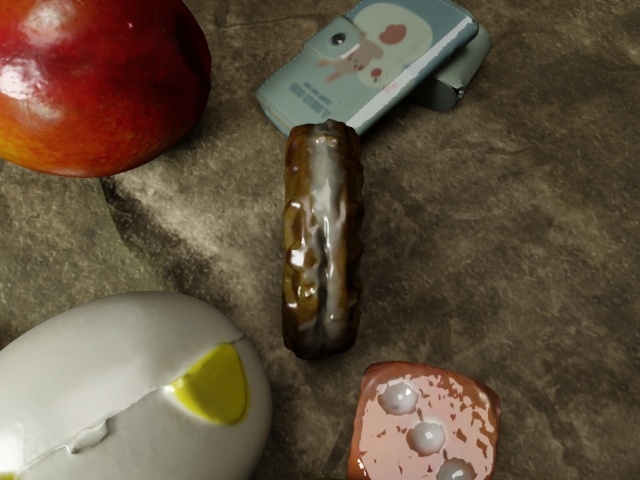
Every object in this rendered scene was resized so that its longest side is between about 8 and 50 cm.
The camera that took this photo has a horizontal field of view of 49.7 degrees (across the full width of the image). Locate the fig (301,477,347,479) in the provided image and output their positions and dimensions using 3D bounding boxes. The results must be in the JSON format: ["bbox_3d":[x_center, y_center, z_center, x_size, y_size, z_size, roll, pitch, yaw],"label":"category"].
[{"bbox_3d":[-0.001,0.416,0.689,0.343,0.343,0.343,-1,61,2],"label":"fig"}]

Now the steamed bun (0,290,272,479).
[{"bbox_3d":[-0.239,0.222,0.809,0.374,0.334,0.334,-32,64,-13],"label":"steamed bun"}]

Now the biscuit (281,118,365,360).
[{"bbox_3d":[0.000,0.000,0.931,0.103,0.332,0.332,1,60,-3],"label":"biscuit"}]

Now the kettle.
[{"bbox_3d":[0.218,-0.315,1.228,0.127,0.098,0.148,28,68,11],"label":"kettle"}]

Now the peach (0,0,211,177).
[{"bbox_3d":[-0.361,-0.271,1.078,0.388,0.388,0.388,-1,61,2],"label":"peach"}]

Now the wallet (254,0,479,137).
[{"bbox_3d":[0.066,-0.300,1.197,0.360,0.083,0.252,-40,51,-3],"label":"wallet"}]

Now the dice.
[{"bbox_3d":[0.121,0.263,0.861,0.174,0.175,0.179,13,65,9],"label":"dice"}]
